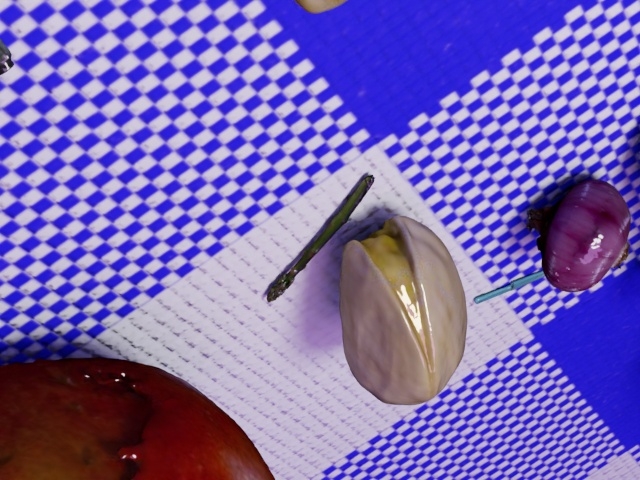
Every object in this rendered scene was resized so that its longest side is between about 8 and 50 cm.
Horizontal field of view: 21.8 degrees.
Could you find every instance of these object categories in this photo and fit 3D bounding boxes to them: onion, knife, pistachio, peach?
[{"bbox_3d":[0.247,-0.006,1.599,0.104,0.115,0.115,18,142,5],"label":"onion"},{"bbox_3d":[0.198,0.046,1.711,0.091,0.005,0.014,-20,150,-17],"label":"knife"},{"bbox_3d":[0.079,0.067,1.503,0.117,0.145,0.200,-21,140,-17],"label":"pistachio"},{"bbox_3d":[-0.210,0.275,1.373,0.416,0.339,0.353,-3,141,-45],"label":"peach"}]

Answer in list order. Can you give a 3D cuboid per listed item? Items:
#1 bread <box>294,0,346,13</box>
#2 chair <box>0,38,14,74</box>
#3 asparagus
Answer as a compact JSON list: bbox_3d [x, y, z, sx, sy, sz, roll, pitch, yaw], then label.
[{"bbox_3d":[0.002,-0.206,1.124,0.082,0.056,0.115,-32,156,3],"label":"bread"},{"bbox_3d":[-0.307,-0.149,0.895,0.136,0.147,0.270,-38,105,8],"label":"chair"},{"bbox_3d":[0.000,0.000,1.466,0.166,0.016,0.013,-51,177,29],"label":"asparagus"}]
